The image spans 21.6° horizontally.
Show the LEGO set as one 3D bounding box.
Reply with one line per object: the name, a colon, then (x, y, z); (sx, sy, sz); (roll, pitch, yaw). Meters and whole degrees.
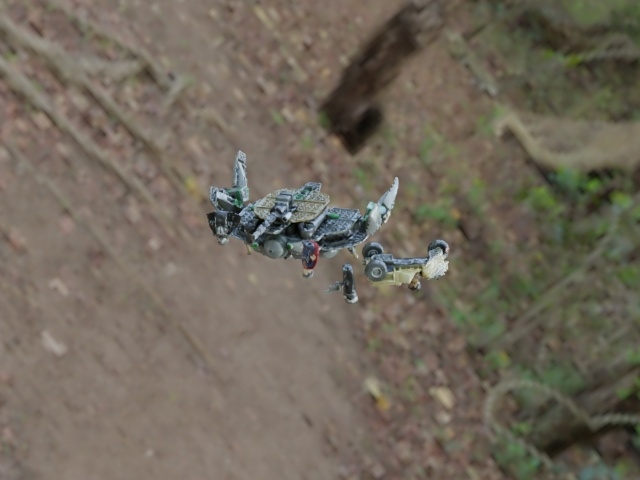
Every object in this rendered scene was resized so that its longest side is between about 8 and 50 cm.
LEGO set: (-0.002, 0.001, 0.425); (0.083, 0.054, 0.023); (-117, -156, -63)
